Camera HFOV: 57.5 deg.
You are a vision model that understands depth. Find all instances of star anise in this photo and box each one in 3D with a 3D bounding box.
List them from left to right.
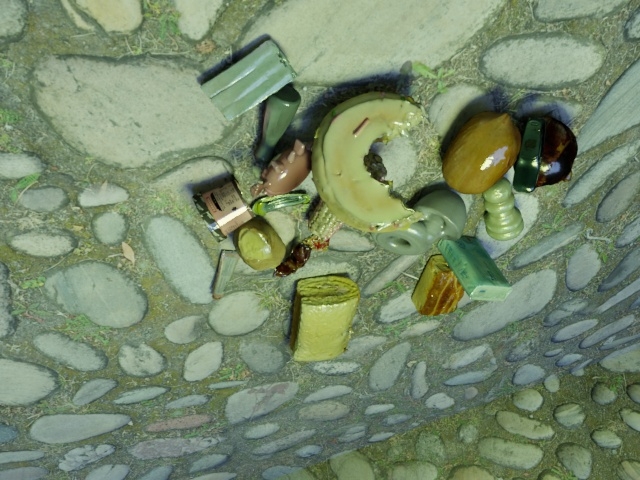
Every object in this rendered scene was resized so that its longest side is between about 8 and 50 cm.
[{"bbox_3d":[-0.090,0.075,1.928,0.168,0.057,0.168,-40,163,-15],"label":"star anise"}]

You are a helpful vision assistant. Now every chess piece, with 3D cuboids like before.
[{"bbox_3d":[0.620,-0.121,2.011,0.133,0.133,0.243,-26,135,5],"label":"chess piece"}]

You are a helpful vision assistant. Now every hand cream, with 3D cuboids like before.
[{"bbox_3d":[-0.319,0.114,1.924,0.067,0.043,0.209,4,128,-29],"label":"hand cream"}]

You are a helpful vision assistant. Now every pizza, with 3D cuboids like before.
[{"bbox_3d":[-0.012,0.008,1.945,0.099,0.029,0.100,-4,136,-18],"label":"pizza"}]

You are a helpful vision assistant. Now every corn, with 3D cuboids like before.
[{"bbox_3d":[0.070,-0.134,1.767,0.127,0.126,0.335,16,131,-35],"label":"corn"}]

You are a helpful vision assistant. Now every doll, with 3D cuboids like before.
[{"bbox_3d":[-0.094,-0.189,1.597,0.262,0.093,0.211,-37,169,-31],"label":"doll"}]

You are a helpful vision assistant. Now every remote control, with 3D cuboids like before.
[{"bbox_3d":[0.614,-0.250,1.712,0.042,0.072,0.222,-18,117,-59],"label":"remote control"}]

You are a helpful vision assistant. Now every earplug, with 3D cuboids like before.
[{"bbox_3d":[0.325,-0.054,1.933,0.325,0.175,0.214,-20,145,13],"label":"earplug"}]

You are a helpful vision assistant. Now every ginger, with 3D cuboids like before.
[{"bbox_3d":[-0.193,0.014,1.789,0.138,0.152,0.267,-27,162,4],"label":"ginger"}]

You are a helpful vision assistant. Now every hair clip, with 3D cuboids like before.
[{"bbox_3d":[-0.123,-0.115,1.761,0.188,0.033,0.060,-12,136,-6],"label":"hair clip"}]

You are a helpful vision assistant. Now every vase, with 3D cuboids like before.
[{"bbox_3d":[-0.122,-0.300,1.532,0.086,0.086,0.214,1,139,-24],"label":"vase"}]

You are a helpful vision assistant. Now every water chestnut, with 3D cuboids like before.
[{"bbox_3d":[0.684,-0.278,1.824,0.223,0.238,0.223,-50,153,-36],"label":"water chestnut"}]

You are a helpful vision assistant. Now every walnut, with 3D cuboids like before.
[{"bbox_3d":[0.482,-0.260,1.730,0.203,0.203,0.298,0,147,-23],"label":"walnut"}]

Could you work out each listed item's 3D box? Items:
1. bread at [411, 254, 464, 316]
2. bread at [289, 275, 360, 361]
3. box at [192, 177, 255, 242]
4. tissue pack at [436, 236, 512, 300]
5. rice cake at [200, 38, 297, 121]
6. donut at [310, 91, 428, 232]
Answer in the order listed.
[{"bbox_3d":[0.482,0.180,2.281,0.185,0.114,0.274,-3,138,-19],"label":"bread"},{"bbox_3d":[0.015,0.303,2.173,0.236,0.165,0.375,-3,137,-14],"label":"bread"},{"bbox_3d":[-0.268,-0.091,1.644,0.135,0.151,0.151,-30,139,-2],"label":"box"},{"bbox_3d":[0.555,0.095,2.104,0.177,0.263,0.089,6,129,-30],"label":"tissue pack"},{"bbox_3d":[-0.172,-0.387,1.411,0.211,0.038,0.124,-36,107,11],"label":"rice cake"},{"bbox_3d":[0.126,-0.208,1.562,0.307,0.150,0.371,2,91,-2],"label":"donut"}]
